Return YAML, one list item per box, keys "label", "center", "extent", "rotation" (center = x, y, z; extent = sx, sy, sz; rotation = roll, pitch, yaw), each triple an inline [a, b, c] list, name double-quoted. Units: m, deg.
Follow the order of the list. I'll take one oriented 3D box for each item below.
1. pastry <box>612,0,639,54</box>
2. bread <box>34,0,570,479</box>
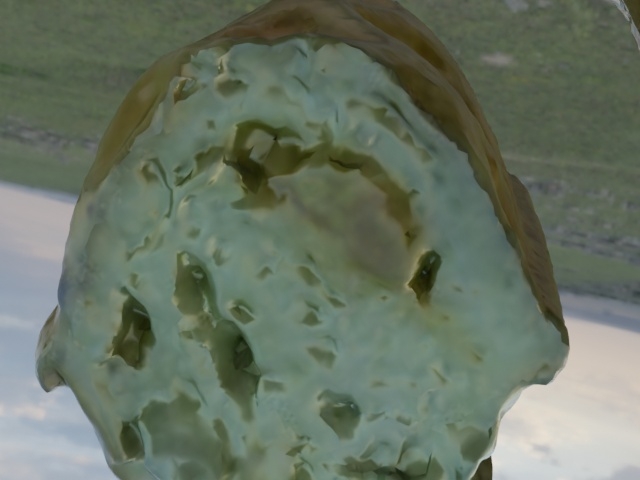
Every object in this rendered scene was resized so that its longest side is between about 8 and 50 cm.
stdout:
- label: "pastry"
  center: [0.224, -0.138, 0.401]
  extent: [0.236, 0.257, 0.121]
  rotation: [35, -143, 7]
- label: "bread"
  center: [-0.003, 0.006, 0.488]
  extent: [0.196, 0.238, 0.252]
  rotation: [-29, -175, 10]
